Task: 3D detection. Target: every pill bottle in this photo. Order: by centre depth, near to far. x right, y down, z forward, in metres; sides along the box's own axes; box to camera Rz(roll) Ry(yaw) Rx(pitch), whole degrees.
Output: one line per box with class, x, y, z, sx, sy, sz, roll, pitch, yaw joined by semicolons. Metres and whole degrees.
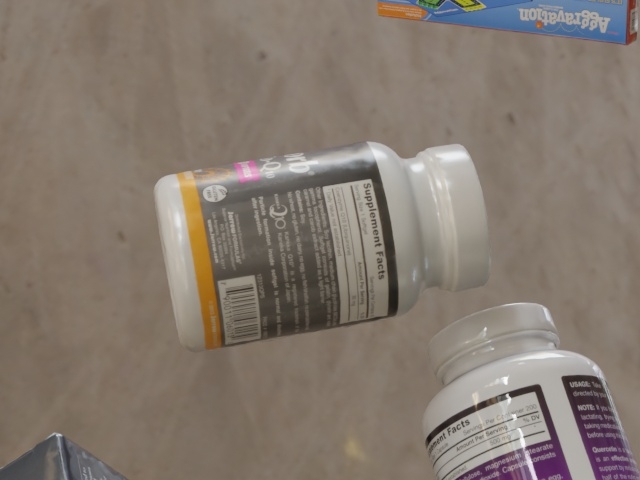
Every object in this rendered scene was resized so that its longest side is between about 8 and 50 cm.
pill bottle;0.000;0.000;1.479;0.162;0.278;0.162;170;-90;-83
pill bottle;0.202;0.228;1.526;0.181;0.181;0.323;18;49;-51

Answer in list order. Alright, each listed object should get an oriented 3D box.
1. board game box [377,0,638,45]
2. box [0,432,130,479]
board game box;0.180;-0.279;1.641;0.027;0.281;0.145;-28;123;-51
box;-0.318;0.470;2.137;0.395;0.293;0.212;44;19;-45
